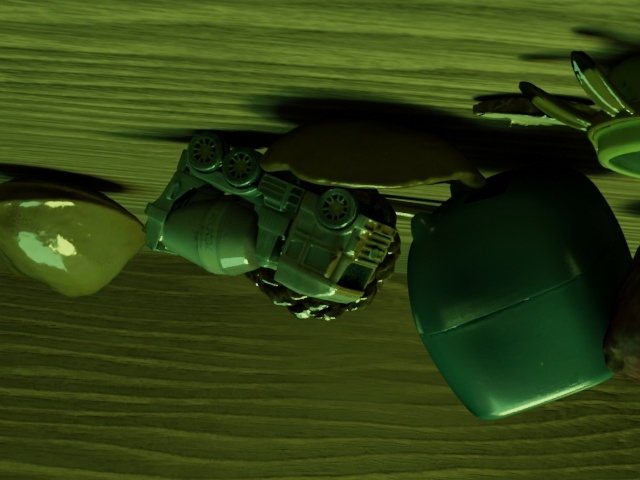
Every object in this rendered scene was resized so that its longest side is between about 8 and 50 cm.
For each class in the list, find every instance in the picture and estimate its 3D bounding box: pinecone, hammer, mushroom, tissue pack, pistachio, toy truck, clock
[{"bbox_3d":[-0.004,-0.002,1.352,0.184,0.179,0.204,30,-177,-20],"label":"pinecone"},{"bbox_3d":[0.140,-0.036,1.536,0.365,0.043,0.111,7,174,-14],"label":"hammer"},{"bbox_3d":[0.172,-0.102,0.909,0.101,0.019,0.049,6,174,8],"label":"mushroom"},{"bbox_3d":[0.200,0.030,1.123,0.198,0.206,0.287,-22,-174,24],"label":"tissue pack"},{"bbox_3d":[-0.364,-0.016,1.610,0.212,0.163,0.260,-16,160,2],"label":"pistachio"},{"bbox_3d":[-0.060,-0.014,1.169,0.256,0.140,0.108,25,-177,24],"label":"toy truck"},{"bbox_3d":[0.258,-0.084,0.773,0.232,0.069,0.170,7,175,-14],"label":"clock"}]

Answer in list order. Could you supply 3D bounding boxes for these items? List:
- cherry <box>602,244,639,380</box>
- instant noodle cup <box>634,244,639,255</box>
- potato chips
[{"bbox_3d":[0.371,0.030,0.944,0.300,0.203,0.230,-35,-159,11],"label":"cherry"},{"bbox_3d":[0.511,0.009,1.421,0.274,0.091,0.274,5,174,0],"label":"instant noodle cup"},{"bbox_3d":[0.050,-0.078,1.030,0.208,0.062,0.195,4,-176,2],"label":"potato chips"}]
